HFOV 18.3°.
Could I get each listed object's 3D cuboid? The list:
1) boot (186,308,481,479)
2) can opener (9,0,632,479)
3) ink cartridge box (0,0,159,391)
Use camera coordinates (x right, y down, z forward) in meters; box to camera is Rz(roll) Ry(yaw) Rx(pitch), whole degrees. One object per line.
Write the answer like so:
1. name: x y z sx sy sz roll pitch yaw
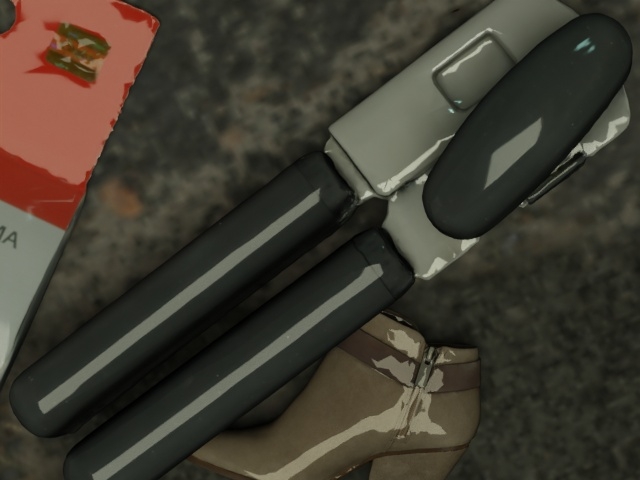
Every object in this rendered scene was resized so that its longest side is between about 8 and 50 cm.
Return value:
1. boot: 0.008 0.068 0.840 0.118 0.042 0.087 16 98 -4
2. can opener: 0.000 0.000 0.784 0.283 0.095 0.076 -37 83 0
3. ink cartridge box: -0.198 -0.020 0.811 0.189 0.066 0.232 25 108 -5
